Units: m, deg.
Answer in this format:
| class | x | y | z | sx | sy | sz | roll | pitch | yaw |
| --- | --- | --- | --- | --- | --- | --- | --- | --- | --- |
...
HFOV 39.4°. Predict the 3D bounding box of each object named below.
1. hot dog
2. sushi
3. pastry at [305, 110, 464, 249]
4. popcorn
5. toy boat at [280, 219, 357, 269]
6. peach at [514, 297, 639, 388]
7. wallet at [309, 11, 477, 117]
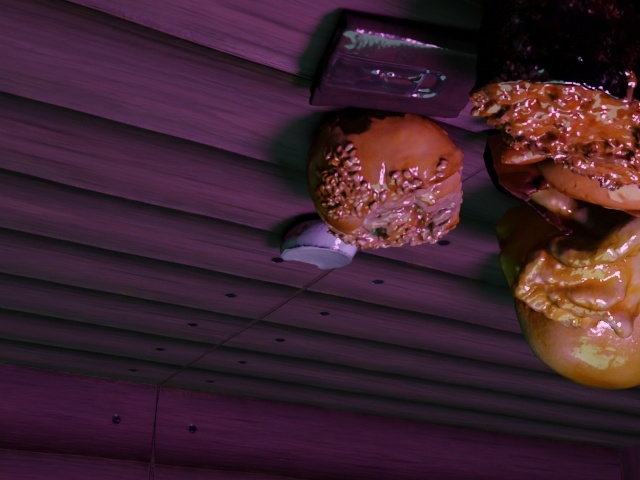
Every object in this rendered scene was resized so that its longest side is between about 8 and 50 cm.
| class | x | y | z | sx | sy | sz | roll | pitch | yaw |
| --- | --- | --- | --- | --- | --- | --- | --- | --- | --- |
| hot dog | 0.406 | -0.118 | 1.296 | 0.325 | 0.194 | 0.107 | -1 | 144 | 7 |
| sushi | 0.354 | -0.195 | 1.100 | 0.348 | 0.208 | 0.234 | 15 | 160 | -24 |
| pastry | 0.103 | -0.077 | 1.425 | 0.255 | 0.162 | 0.311 | -1 | 155 | 10 |
| popcorn | 0.438 | 0.007 | 1.462 | 0.321 | 0.290 | 0.325 | 10 | 174 | -25 |
| toy boat | 0.000 | 0.000 | 1.729 | 0.134 | 0.079 | 0.207 | 17 | 163 | -15 |
| peach | 0.548 | 0.151 | 1.778 | 0.314 | 0.282 | 0.315 | -13 | 145 | 40 |
| wallet | 0.112 | -0.228 | 1.221 | 0.229 | 0.049 | 0.182 | 5 | 153 | -14 |
